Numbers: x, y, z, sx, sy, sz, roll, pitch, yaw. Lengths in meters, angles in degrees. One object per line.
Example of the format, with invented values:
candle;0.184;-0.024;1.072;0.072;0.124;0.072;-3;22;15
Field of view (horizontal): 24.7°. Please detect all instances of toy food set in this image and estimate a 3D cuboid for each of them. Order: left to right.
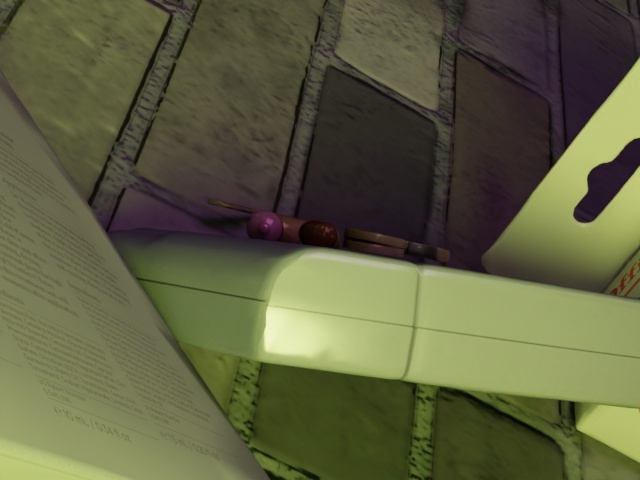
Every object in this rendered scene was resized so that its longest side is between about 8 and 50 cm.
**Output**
toy food set;0.000;0.000;0.783;0.122;0.019;0.078;12;0;36

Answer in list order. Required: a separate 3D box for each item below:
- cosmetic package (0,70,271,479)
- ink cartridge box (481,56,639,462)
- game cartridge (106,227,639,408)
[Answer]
cosmetic package;-0.174;-0.012;0.464;0.284;0.097;0.377;56;7;26
ink cartridge box;0.288;0.059;0.848;0.353;0.207;0.119;28;32;-10
game cartridge;0.058;0.040;0.703;0.297;0.198;0.062;10;84;-35
